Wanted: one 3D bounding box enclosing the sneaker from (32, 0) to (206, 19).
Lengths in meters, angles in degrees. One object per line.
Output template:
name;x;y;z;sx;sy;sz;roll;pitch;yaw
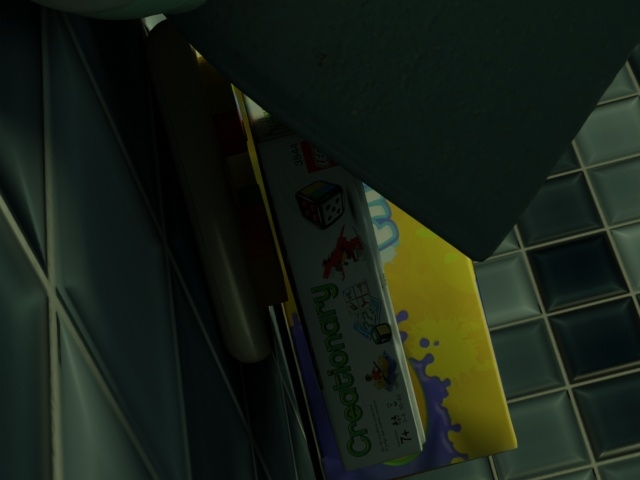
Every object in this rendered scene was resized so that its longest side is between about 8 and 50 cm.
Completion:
sneaker;-0.084;-0.204;0.523;0.151;0.094;0.256;-21;106;-81

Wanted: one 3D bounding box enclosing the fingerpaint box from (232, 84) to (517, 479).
fingerpaint box;0.038;-0.027;1.284;0.371;0.163;0.445;40;36;-85

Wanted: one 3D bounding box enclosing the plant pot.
plant pot;0.023;-0.186;0.696;0.252;0.247;0.248;29;15;-14

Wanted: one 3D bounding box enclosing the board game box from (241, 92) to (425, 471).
board game box;0.000;0.000;0.919;0.305;0.053;0.193;-112;-173;-77

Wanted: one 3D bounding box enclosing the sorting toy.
sorting toy;-0.053;-0.040;0.864;0.208;0.038;0.193;-82;158;-81
